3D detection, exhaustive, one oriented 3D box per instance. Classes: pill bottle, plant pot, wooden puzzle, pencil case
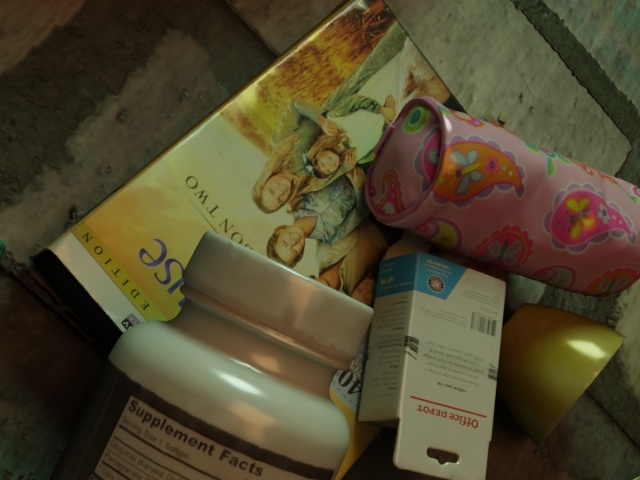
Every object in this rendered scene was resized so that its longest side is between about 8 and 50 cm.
[{"bbox_3d":[-0.087,0.163,0.681,0.176,0.176,0.319,27,87,-23],"label":"pill bottle"},{"bbox_3d":[0.215,0.116,0.976,0.095,0.134,0.134,39,57,15],"label":"plant pot"},{"bbox_3d":[0.181,-0.104,1.069,0.049,0.006,0.083,46,60,-14],"label":"wooden puzzle"},{"bbox_3d":[0.180,-0.033,0.917,0.284,0.124,0.124,16,70,-30],"label":"pencil case"}]

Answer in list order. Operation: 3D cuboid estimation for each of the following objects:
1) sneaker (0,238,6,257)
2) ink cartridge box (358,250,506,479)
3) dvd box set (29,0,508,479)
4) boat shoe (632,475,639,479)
[{"bbox_3d":[-0.273,0.076,0.685,0.178,0.123,0.295,-43,100,-22],"label":"sneaker"},{"bbox_3d":[0.094,0.111,0.859,0.104,0.060,0.180,20,70,-30],"label":"ink cartridge box"},{"bbox_3d":[0.000,0.000,0.899,0.420,0.062,0.308,-44,102,-32],"label":"dvd box set"},{"bbox_3d":[0.369,0.262,1.068,0.135,0.045,0.050,-3,90,-29],"label":"boat shoe"}]
